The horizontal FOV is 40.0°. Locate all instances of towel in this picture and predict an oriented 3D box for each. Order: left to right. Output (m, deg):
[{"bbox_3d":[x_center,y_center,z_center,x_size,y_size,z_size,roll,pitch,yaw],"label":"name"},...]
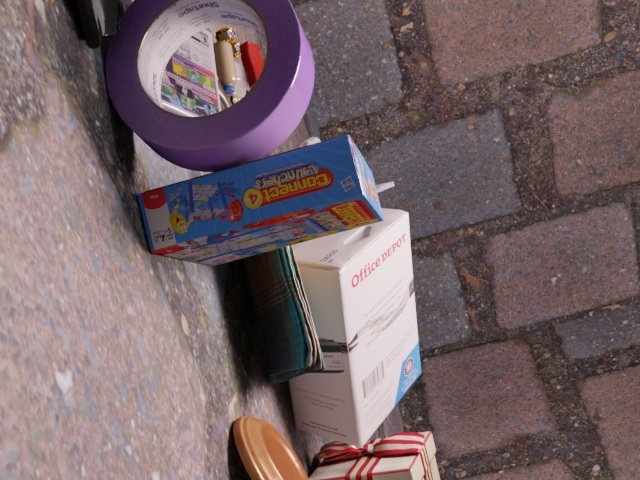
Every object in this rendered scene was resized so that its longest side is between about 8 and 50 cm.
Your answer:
[{"bbox_3d":[-0.091,0.068,1.582,0.271,0.040,0.370,141,-64,-68],"label":"towel"}]

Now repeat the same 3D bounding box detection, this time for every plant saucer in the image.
[{"bbox_3d":[-0.065,0.354,1.363,0.200,0.037,0.200,56,4,-5],"label":"plant saucer"}]

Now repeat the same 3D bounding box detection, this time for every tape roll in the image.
[{"bbox_3d":[-0.150,-0.237,1.205,0.090,0.274,0.275,55,21,-71],"label":"tape roll"}]

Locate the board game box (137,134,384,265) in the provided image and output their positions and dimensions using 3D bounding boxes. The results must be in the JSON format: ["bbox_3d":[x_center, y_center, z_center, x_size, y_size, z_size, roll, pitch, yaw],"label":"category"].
[{"bbox_3d":[-0.072,-0.048,1.313,0.308,0.301,0.086,27,48,-79],"label":"board game box"}]

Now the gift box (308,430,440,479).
[{"bbox_3d":[0.119,0.529,1.819,0.276,0.255,0.258,-30,107,-76],"label":"gift box"}]

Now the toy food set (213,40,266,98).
[{"bbox_3d":[-0.149,-0.304,1.679,0.232,0.111,0.105,12,62,-52],"label":"toy food set"}]

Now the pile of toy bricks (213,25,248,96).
[{"bbox_3d":[-0.190,-0.321,1.820,0.105,0.118,0.212,4,-55,62],"label":"pile of toy bricks"}]

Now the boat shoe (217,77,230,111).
[{"bbox_3d":[-0.213,-0.275,1.540,0.228,0.081,0.069,62,19,-50],"label":"boat shoe"}]

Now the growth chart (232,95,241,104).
[{"bbox_3d":[-0.186,-0.333,2.072,0.172,0.021,0.237,-93,166,-54],"label":"growth chart"}]

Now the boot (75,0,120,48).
[{"bbox_3d":[-0.292,-0.341,1.189,0.198,0.076,0.137,-54,135,-63],"label":"boot"}]

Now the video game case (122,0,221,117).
[{"bbox_3d":[-0.230,-0.278,1.383,0.201,0.023,0.184,18,59,-58],"label":"video game case"}]

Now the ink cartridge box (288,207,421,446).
[{"bbox_3d":[0.063,0.160,1.769,0.285,0.166,0.395,-38,129,-49],"label":"ink cartridge box"}]

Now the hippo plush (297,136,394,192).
[{"bbox_3d":[-0.033,-0.101,2.120,0.236,0.294,0.234,-19,139,-59],"label":"hippo plush"}]
